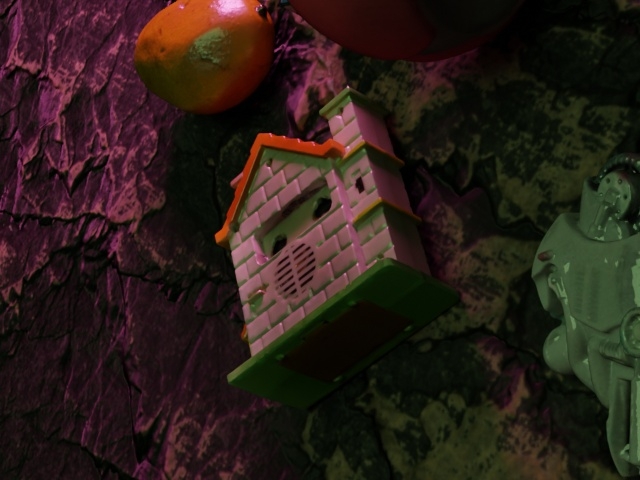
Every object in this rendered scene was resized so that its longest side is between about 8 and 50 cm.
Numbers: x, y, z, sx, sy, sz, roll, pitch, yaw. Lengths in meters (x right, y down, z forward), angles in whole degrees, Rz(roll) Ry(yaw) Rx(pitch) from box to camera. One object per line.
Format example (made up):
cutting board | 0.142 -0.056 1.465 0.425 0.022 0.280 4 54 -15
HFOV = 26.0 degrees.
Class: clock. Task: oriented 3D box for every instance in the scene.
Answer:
clock | 0.000 0.000 1.388 0.220 0.106 0.255 -38 46 29

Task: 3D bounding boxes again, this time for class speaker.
speaker | 0.076 -0.310 1.266 0.294 0.294 0.294 -19 62 41

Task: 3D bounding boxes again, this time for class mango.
mango | -0.142 -0.216 1.606 0.227 0.109 0.147 -2 78 48

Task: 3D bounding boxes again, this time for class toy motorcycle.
toy motorcycle | 0.242 0.068 1.113 0.171 0.110 0.260 -38 56 51

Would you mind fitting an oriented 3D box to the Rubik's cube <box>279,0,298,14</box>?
Rubik's cube | 0.026 -0.280 1.466 0.092 0.092 0.092 0 75 46
